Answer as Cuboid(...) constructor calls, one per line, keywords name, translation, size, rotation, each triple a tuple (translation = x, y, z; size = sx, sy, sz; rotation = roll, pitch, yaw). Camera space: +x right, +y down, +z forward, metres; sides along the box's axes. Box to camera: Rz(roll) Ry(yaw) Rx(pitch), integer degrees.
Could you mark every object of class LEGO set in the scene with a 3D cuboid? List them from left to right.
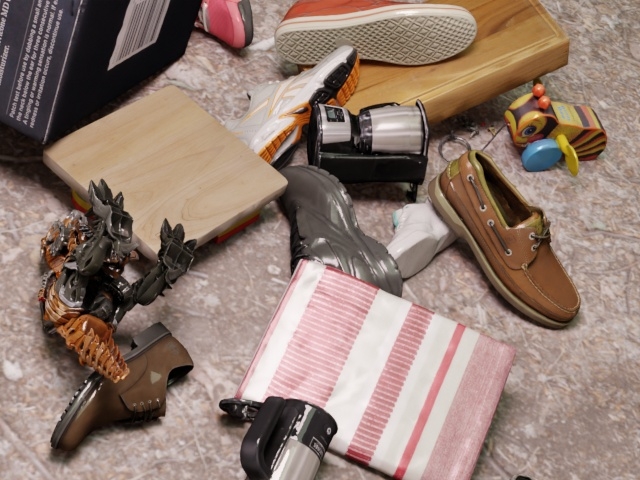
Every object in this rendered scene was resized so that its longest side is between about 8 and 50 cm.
Cuboid(name="LEGO set", translation=(0.271, -0.206, 2.048), size=(0.083, 0.023, 0.054), rotation=(-5, 51, -23))

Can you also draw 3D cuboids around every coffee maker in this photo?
Cuboid(name="coffee maker", translation=(0.071, -0.132, 1.816), size=(0.178, 0.171, 0.120), rotation=(-2, 19, -7))

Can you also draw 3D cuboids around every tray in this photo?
Cuboid(name="tray", translation=(0.188, -0.306, 1.970), size=(0.411, 0.076, 0.202), rotation=(-24, 57, -8))

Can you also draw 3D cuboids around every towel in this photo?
Cuboid(name="towel", translation=(0.077, 0.186, 1.575), size=(0.329, 0.037, 0.237), rotation=(24, 65, 5))

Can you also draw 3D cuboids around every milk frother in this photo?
Cuboid(name="milk frother", translation=(-0.074, 0.265, 1.459), size=(0.129, 0.143, 0.134), rotation=(46, 50, -24))

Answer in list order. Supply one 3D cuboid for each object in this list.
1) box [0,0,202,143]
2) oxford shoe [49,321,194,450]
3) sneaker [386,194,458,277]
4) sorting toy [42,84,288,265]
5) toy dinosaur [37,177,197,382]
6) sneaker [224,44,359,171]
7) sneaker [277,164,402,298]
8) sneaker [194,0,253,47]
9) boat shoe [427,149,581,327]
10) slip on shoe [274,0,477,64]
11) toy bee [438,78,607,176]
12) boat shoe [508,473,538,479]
Cuboid(name="box", translation=(-0.461, -0.437, 1.751), size=(0.472, 0.297, 0.480), rotation=(29, 31, 6))
Cuboid(name="oxford shoe", translation=(-0.242, 0.196, 1.465), size=(0.096, 0.083, 0.227), rotation=(41, 51, 10))
Cuboid(name="sneaker", translation=(0.140, -0.013, 1.798), size=(0.094, 0.080, 0.212), rotation=(35, 37, 20))
Cuboid(name="sorting toy", translation=(-0.230, -0.081, 1.715), size=(0.255, 0.089, 0.257), rotation=(41, 49, 18))
Cuboid(name="toy dinosaur", translation=(-0.277, 0.060, 1.493), size=(0.164, 0.218, 0.322), rotation=(20, 29, -56))
Cuboid(name="sneaker", translation=(-0.051, -0.231, 1.861), size=(0.121, 0.099, 0.262), rotation=(37, 74, 27))
Cuboid(name="sneaker", translation=(0.000, 0.000, 1.716), size=(0.130, 0.109, 0.286), rotation=(-22, 56, -26))
Cuboid(name="sneaker", translation=(-0.234, -0.418, 2.030), size=(0.136, 0.116, 0.314), rotation=(-28, 55, -25))
Cuboid(name="boat shoe", translation=(0.295, -0.001, 1.763), size=(0.307, 0.104, 0.111), rotation=(46, 40, -1))
Cuboid(name="slip on shoe", translation=(0.090, -0.355, 1.908), size=(0.331, 0.123, 0.101), rotation=(0, 53, 14))
Cuboid(name="toy bee", translation=(0.378, -0.189, 1.973), size=(0.298, 0.162, 0.195), rotation=(-25, 68, -33))
Cuboid(name="boat shoe", translation=(0.323, 0.384, 1.492), size=(0.219, 0.070, 0.078), rotation=(35, 47, 14))
